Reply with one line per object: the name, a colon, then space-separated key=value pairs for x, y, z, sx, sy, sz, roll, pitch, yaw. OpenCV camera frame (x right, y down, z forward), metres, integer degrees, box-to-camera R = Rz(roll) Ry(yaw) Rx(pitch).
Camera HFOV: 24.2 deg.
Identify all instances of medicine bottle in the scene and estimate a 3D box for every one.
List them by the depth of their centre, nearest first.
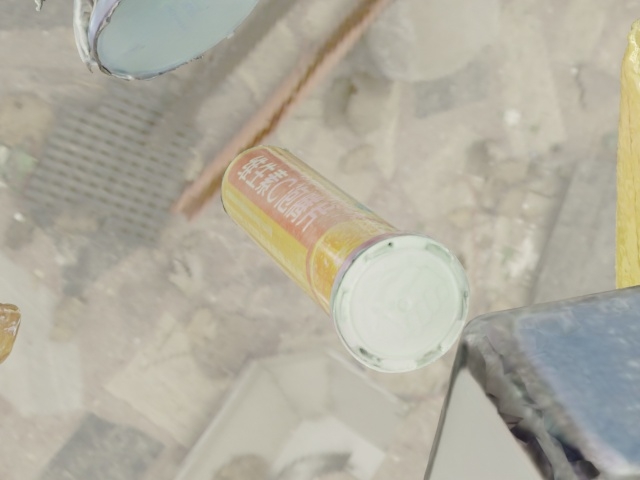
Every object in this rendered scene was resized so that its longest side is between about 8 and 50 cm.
medicine bottle: x=0.000 y=0.000 z=1.300 sx=0.108 sy=0.426 sz=0.108 roll=-4 pitch=104 yaw=-16

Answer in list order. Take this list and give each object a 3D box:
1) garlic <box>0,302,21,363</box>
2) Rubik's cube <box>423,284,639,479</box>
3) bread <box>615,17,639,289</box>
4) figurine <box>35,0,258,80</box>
garlic: x=-0.418 y=0.116 z=1.490 sx=0.143 sy=0.112 sz=0.318 roll=-49 pitch=167 yaw=19
Rubik's cube: x=0.216 y=0.202 z=0.553 sx=0.305 sy=0.301 sz=0.304 roll=-7 pitch=131 yaw=-22
bread: x=0.236 y=-0.002 z=0.806 sx=0.167 sy=0.163 sz=0.264 roll=-11 pitch=95 yaw=-7
figurine: x=-0.250 y=-0.338 z=1.440 sx=0.248 sy=0.388 sz=0.277 roll=-33 pitch=164 yaw=-1
